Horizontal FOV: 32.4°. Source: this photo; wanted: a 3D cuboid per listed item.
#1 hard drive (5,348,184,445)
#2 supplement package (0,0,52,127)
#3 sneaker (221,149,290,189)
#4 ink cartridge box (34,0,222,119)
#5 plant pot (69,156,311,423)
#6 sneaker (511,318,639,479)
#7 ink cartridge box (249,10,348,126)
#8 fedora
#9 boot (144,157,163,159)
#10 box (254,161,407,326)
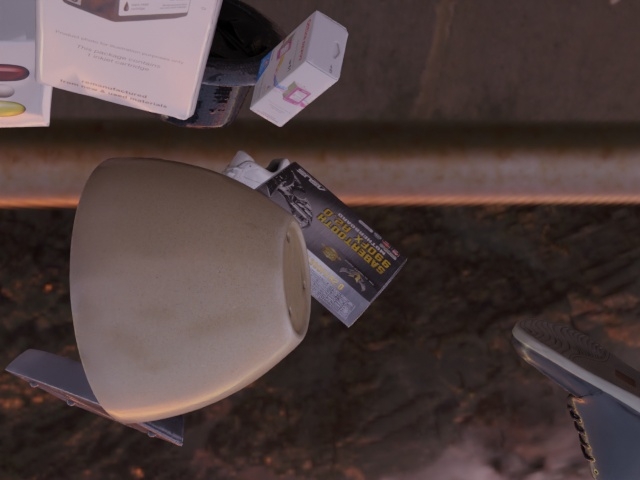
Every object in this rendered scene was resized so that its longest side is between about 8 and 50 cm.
[{"bbox_3d":[-0.328,0.227,1.625,0.255,0.054,0.172,11,160,39],"label":"hard drive"},{"bbox_3d":[-0.456,-0.256,1.431,0.203,0.149,0.194,-4,153,-18],"label":"supplement package"},{"bbox_3d":[-0.148,-0.089,1.819,0.232,0.090,0.115,-12,103,-28],"label":"sneaker"},{"bbox_3d":[-0.110,-0.261,0.748,0.129,0.223,0.307,13,154,-9],"label":"ink cartridge box"},{"bbox_3d":[-0.116,0.046,1.157,0.191,0.284,0.284,-4,138,13],"label":"plant pot"},{"bbox_3d":[0.277,0.179,1.143,0.222,0.083,0.118,32,115,7],"label":"sneaker"},{"bbox_3d":[-0.027,-0.210,1.349,0.052,0.088,0.122,29,141,-26],"label":"ink cartridge box"},{"bbox_3d":[-0.206,-0.276,1.711,0.334,0.334,0.152,6,122,-15],"label":"fedora"},{"bbox_3d":[-0.310,-0.043,1.799,0.109,0.283,0.220,26,108,6],"label":"boot"},{"bbox_3d":[0.000,0.000,1.597,0.231,0.183,0.056,41,118,4],"label":"box"}]
